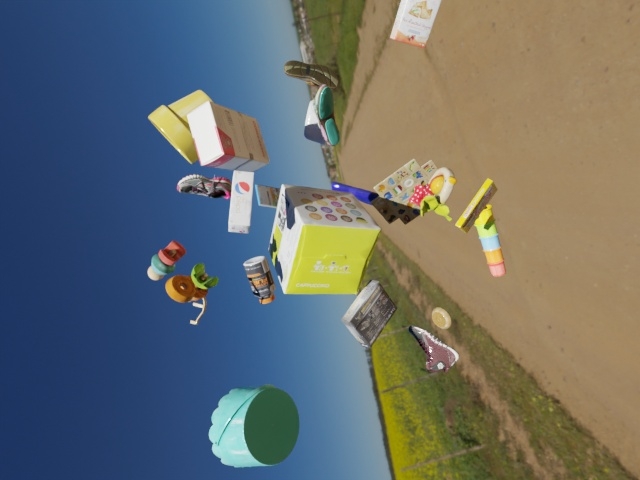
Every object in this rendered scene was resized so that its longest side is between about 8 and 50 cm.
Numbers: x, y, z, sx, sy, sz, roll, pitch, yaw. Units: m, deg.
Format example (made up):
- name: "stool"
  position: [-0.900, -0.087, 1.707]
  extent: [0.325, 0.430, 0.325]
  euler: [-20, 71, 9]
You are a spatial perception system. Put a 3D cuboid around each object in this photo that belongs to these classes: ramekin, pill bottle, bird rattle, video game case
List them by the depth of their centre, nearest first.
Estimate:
- name: "bird rattle"
  position: [0.465, -0.190, 1.602]
  extent: [0.253, 0.143, 0.206]
  euler: [-80, 14, -62]
- name: "ramekin"
  position: [-0.009, -0.560, 1.894]
  extent: [0.207, 0.109, 0.207]
  euler: [11, -90, -90]
- name: "video game case"
  position: [-0.244, -0.217, 2.021]
  extent: [0.015, 0.166, 0.119]
  euler: [-38, 57, 43]
- name: "pill bottle"
  position: [-0.322, 0.218, 2.196]
  extent: [0.130, 0.131, 0.245]
  euler: [-91, -15, -75]

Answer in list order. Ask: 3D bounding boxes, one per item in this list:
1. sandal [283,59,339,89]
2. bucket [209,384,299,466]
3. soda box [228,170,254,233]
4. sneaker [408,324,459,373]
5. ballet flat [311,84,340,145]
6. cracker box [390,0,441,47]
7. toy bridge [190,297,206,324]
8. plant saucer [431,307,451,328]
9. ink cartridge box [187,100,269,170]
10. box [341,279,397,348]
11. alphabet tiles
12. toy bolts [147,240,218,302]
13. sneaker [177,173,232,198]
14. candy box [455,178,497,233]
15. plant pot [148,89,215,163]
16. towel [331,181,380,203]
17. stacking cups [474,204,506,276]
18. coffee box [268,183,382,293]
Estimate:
- name: "sandal"
  position: [-0.035, -0.631, 1.558]
  extent: [0.060, 0.220, 0.089]
  euler: [113, 167, -73]
- name: "bucket"
  position: [-0.220, 0.639, 1.398]
  extent: [0.281, 0.183, 0.280]
  euler: [23, -124, -39]
- name: "soda box"
  position: [-0.278, -0.137, 1.417]
  extent: [0.069, 0.074, 0.216]
  euler: [118, 155, -63]
- name: "sneaker"
  position: [0.536, 0.557, 2.012]
  extent: [0.281, 0.162, 0.106]
  euler: [33, 164, 14]
- name: "ballet flat"
  position: [0.011, -0.423, 1.367]
  extent: [0.079, 0.077, 0.221]
  euler: [35, 155, 40]
- name: "cracker box"
  position: [0.416, -0.977, 1.747]
  extent: [0.067, 0.156, 0.232]
  euler: [-114, 34, -54]
- name: "toy bridge"
  position: [-0.577, 0.309, 1.932]
  extent: [0.026, 0.063, 0.188]
  euler: [10, -90, -70]
- name: "plant saucer"
  position: [0.431, 0.283, 1.451]
  extent: [0.083, 0.015, 0.083]
  euler: [30, 130, 45]
- name: "ink cartridge box"
  position: [-0.341, -0.380, 1.534]
  extent: [0.283, 0.117, 0.207]
  euler: [-6, -103, -63]
- name: "box"
  position: [0.214, 0.314, 1.731]
  extent: [0.056, 0.231, 0.183]
  euler: [2, 135, 53]
- name: "alphabet tiles"
  position: [0.424, -0.225, 1.926]
  extent: [0.285, 0.343, 0.011]
  euler: [42, -156, -30]
- name: "toy bolts"
  position: [-0.520, 0.143, 1.422]
  extent: [0.228, 0.158, 0.218]
  euler: [46, -153, -2]
- name: "sneaker"
  position: [-0.645, -0.295, 2.261]
  extent: [0.120, 0.300, 0.111]
  euler: [116, 145, -52]
- name: "candy box"
  position: [0.592, -0.127, 1.525]
  extent: [0.027, 0.205, 0.105]
  euler: [38, -170, 32]
- name: "plant pot"
  position: [-0.541, -0.492, 1.698]
  extent: [0.254, 0.239, 0.254]
  euler: [46, 172, 8]
- name: "towel"
  position: [0.227, -0.253, 2.288]
  extent: [0.228, 0.309, 0.076]
  euler: [-2, -71, -68]
- name: "stacking cups"
  position: [0.746, 0.006, 1.769]
  extent: [0.096, 0.096, 0.316]
  euler: [-82, -27, -81]
- name: "coffee box"
  position: [0.000, 0.000, 1.703]
  extent: [0.334, 0.338, 0.338]
  euler: [-119, 39, -51]
